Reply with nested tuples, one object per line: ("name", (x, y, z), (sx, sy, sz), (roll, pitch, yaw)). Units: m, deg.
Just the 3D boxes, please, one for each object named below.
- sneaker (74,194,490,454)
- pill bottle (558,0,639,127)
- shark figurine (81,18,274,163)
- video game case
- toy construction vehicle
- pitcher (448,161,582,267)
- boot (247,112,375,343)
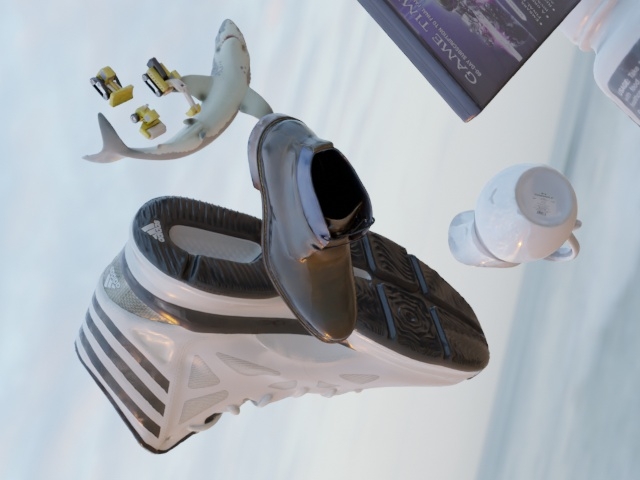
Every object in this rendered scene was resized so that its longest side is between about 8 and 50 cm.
("sneaker", (-0.054, 0.113, 1.824), (0.257, 0.447, 0.169), (-52, 37, 32))
("pill bottle", (0.430, -0.186, 1.879), (0.204, 0.361, 0.204), (-41, -13, -12))
("shark figurine", (-0.179, -0.158, 2.391), (0.278, 0.166, 0.116), (-40, -5, -16))
("video game case", (0.122, -0.238, 1.499), (0.026, 0.196, 0.274), (-37, 6, 43))
("toy construction vehicle", (-0.189, -0.162, 1.887), (0.086, 0.098, 0.035), (-28, -18, -39))
("pitcher", (0.281, -0.021, 2.275), (0.207, 0.178, 0.125), (131, 147, -68))
("boot", (0.000, 0.000, 1.506), (0.106, 0.082, 0.219), (22, 134, 63))
